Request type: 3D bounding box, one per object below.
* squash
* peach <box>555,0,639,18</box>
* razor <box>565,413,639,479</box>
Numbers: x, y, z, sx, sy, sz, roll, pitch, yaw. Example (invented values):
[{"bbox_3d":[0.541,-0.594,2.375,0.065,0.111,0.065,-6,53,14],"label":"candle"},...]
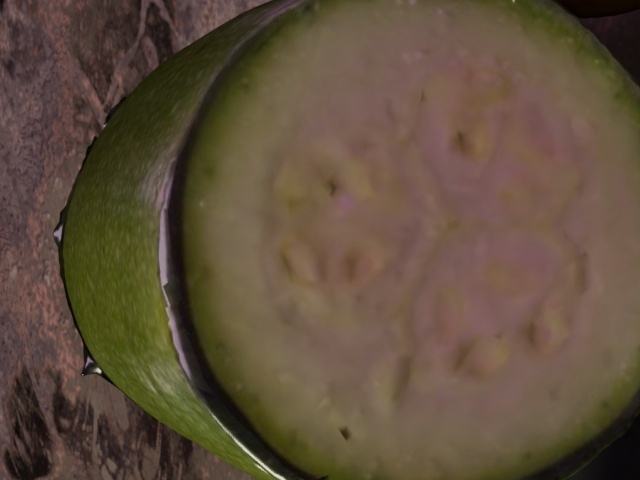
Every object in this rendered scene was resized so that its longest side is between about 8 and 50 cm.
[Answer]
[{"bbox_3d":[0.000,0.000,1.027,0.384,0.263,0.263,180,82,-75],"label":"squash"},{"bbox_3d":[0.132,-0.225,0.941,0.231,0.231,0.231,13,107,49],"label":"peach"},{"bbox_3d":[0.231,0.157,0.982,0.349,0.113,0.204,45,132,37],"label":"razor"}]
